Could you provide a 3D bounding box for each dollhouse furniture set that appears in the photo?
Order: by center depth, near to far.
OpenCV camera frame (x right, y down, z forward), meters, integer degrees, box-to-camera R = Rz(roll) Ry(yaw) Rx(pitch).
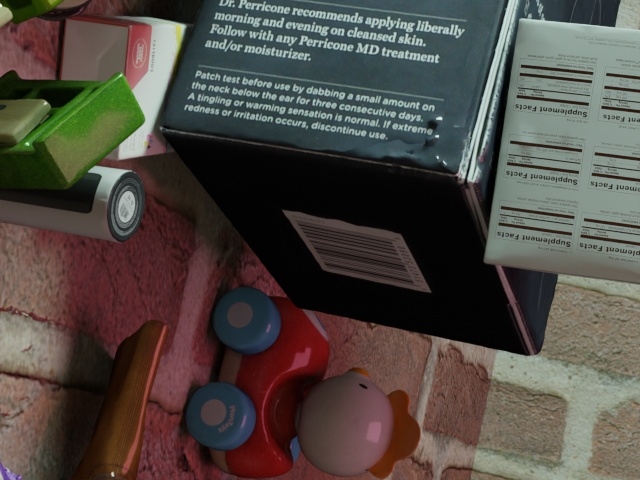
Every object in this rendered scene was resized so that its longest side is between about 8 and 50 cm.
[{"bbox_3d":[-0.293,-0.078,1.014,0.301,0.151,0.197,-45,123,-32],"label":"dollhouse furniture set"}]

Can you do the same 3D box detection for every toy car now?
[{"bbox_3d":[0.006,0.179,1.754,0.219,0.238,0.210,50,53,-67],"label":"toy car"}]

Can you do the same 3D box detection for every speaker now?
[{"bbox_3d":[-0.204,-0.034,1.183,0.055,0.136,0.055,10,90,-67],"label":"speaker"}]

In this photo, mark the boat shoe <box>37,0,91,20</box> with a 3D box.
[{"bbox_3d":[-0.171,-0.327,1.186,0.095,0.112,0.335,178,-70,-73],"label":"boat shoe"}]

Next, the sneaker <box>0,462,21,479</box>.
[{"bbox_3d":[-0.271,0.204,1.259,0.170,0.068,0.071,91,5,-53],"label":"sneaker"}]

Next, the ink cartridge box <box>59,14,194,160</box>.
[{"bbox_3d":[-0.155,-0.138,1.378,0.198,0.067,0.115,-22,121,-69],"label":"ink cartridge box"}]

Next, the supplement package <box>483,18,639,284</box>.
[{"bbox_3d":[0.243,-0.069,1.335,0.194,0.149,0.203,3,96,-72],"label":"supplement package"}]

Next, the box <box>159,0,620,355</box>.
[{"bbox_3d":[0.106,-0.196,1.557,0.480,0.297,0.471,58,47,-64],"label":"box"}]

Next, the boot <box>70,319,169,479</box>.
[{"bbox_3d":[-0.170,0.205,1.348,0.264,0.096,0.280,122,-13,-69],"label":"boot"}]
